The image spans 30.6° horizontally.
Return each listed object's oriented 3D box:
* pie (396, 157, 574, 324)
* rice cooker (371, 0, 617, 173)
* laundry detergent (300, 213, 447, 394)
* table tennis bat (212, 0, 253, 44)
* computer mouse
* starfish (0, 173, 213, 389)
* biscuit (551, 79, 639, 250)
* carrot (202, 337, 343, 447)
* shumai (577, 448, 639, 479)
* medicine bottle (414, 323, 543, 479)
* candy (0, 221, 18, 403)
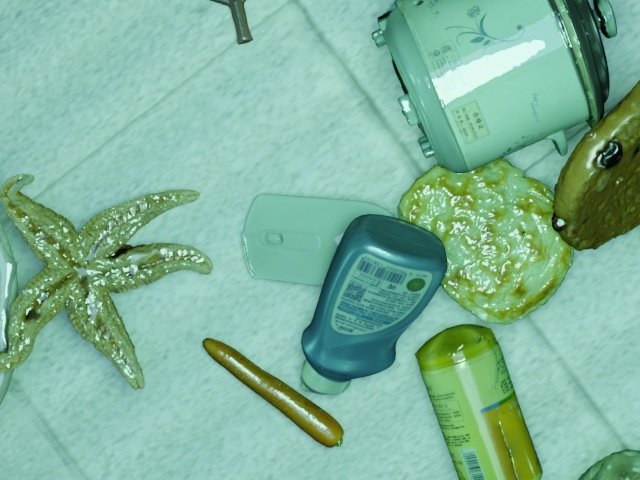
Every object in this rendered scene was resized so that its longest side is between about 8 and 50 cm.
[{"bbox_3d":[0.231,-0.009,1.614,0.248,0.090,0.201,45,88,1],"label":"pie"},{"bbox_3d":[0.236,-0.240,1.511,0.316,0.264,0.317,1,103,3],"label":"rice cooker"},{"bbox_3d":[0.056,0.102,1.595,0.143,0.094,0.290,15,126,-16],"label":"laundry detergent"},{"bbox_3d":[-0.130,-0.360,1.602,0.107,0.119,0.170,-14,91,5],"label":"table tennis bat"},{"bbox_3d":[0.000,0.000,1.639,0.230,0.079,0.128,1,92,7],"label":"computer mouse"},{"bbox_3d":[-0.326,0.040,1.620,0.327,0.094,0.375,43,74,-20],"label":"starfish"},{"bbox_3d":[0.408,-0.112,1.515,0.296,0.296,0.075,-44,59,6],"label":"biscuit"},{"bbox_3d":[-0.068,0.215,1.674,0.248,0.043,0.043,36,95,3],"label":"carrot"},{"bbox_3d":[0.360,0.415,1.563,0.221,0.225,0.261,-1,109,3],"label":"shumai"},{"bbox_3d":[0.218,0.233,1.615,0.124,0.124,0.239,-18,91,5],"label":"medicine bottle"},{"bbox_3d":[-0.606,0.069,1.626,0.386,0.186,0.427,11,90,-14],"label":"candy"}]
